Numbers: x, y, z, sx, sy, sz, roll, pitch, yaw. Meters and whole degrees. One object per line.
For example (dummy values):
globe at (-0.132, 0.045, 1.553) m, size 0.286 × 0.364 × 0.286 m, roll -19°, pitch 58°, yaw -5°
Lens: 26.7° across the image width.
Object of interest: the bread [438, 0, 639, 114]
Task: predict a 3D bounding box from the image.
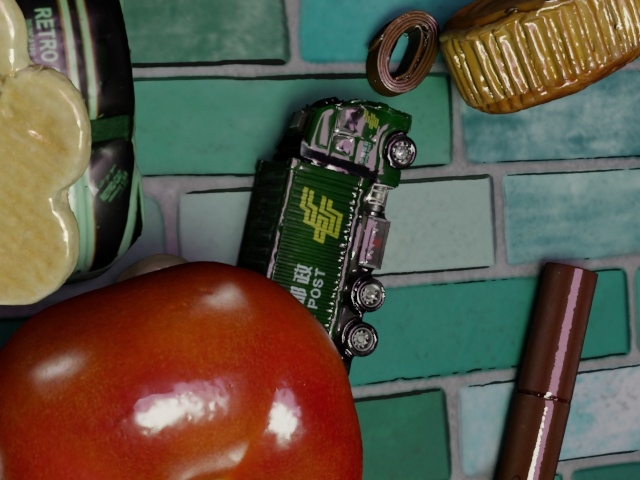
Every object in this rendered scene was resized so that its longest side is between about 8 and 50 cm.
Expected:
bread at (0.209, -0.186, 1.224) m, size 0.199 × 0.199 × 0.104 m, roll -29°, pitch 104°, yaw -21°

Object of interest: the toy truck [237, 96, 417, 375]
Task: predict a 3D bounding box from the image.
toy truck at (0.000, 0.000, 1.192) m, size 0.121 × 0.088 × 0.259 m, roll 14°, pitch 86°, yaw -23°

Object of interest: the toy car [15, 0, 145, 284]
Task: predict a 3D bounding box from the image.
toy car at (-0.209, -0.114, 1.070) m, size 0.136 × 0.125 × 0.306 m, roll -8°, pitch 94°, yaw -29°

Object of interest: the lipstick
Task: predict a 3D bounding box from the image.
lipstick at (0.204, 0.199, 1.296) m, size 0.057 × 0.057 × 0.357 m, roll 17°, pitch 83°, yaw -23°

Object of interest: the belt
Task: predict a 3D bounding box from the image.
belt at (0.075, -0.174, 1.252) m, size 0.059 × 0.036 × 0.083 m, roll 30°, pitch 78°, yaw -14°

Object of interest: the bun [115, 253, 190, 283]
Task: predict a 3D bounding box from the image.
bun at (-0.139, 0.050, 1.149) m, size 0.086 × 0.055 × 0.086 m, roll -7°, pitch 106°, yaw -25°

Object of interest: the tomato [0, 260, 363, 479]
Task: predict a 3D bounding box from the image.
tomato at (-0.123, 0.148, 1.030) m, size 0.298 × 0.226 × 0.298 m, roll -8°, pitch 120°, yaw -15°

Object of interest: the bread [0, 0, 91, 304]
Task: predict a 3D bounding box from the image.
bread at (-0.315, -0.065, 0.998) m, size 0.316 × 0.054 × 0.316 m, roll 2°, pitch 105°, yaw 7°
